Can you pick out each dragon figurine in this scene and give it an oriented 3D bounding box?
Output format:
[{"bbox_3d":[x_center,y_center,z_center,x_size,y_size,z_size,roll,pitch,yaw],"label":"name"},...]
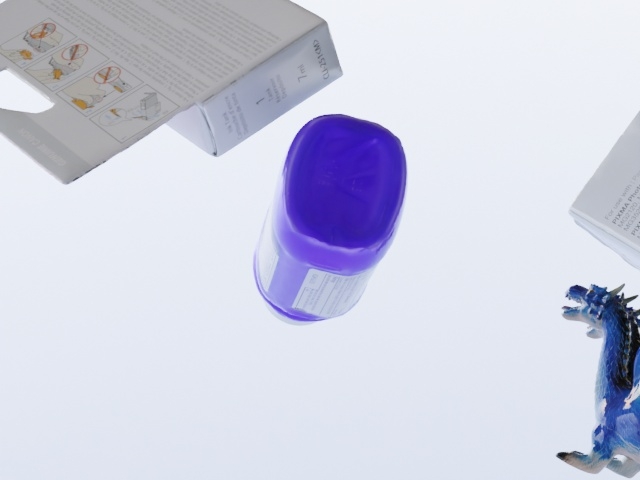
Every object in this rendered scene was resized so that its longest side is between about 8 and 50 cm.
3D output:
[{"bbox_3d":[0.270,0.129,1.363,0.085,0.144,0.289,15,-171,-37],"label":"dragon figurine"}]

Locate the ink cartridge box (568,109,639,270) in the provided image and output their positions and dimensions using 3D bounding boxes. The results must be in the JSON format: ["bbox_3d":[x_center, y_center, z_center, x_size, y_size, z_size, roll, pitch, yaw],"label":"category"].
[{"bbox_3d":[0.183,0.015,0.679,0.109,0.063,0.150,33,-177,-45],"label":"ink cartridge box"}]

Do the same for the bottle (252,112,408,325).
[{"bbox_3d":[0.000,0.000,1.384,0.092,0.118,0.283,14,161,-3],"label":"bottle"}]

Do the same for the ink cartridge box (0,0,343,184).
[{"bbox_3d":[-0.157,-0.136,1.410,0.239,0.060,0.275,-35,-138,-19],"label":"ink cartridge box"}]
